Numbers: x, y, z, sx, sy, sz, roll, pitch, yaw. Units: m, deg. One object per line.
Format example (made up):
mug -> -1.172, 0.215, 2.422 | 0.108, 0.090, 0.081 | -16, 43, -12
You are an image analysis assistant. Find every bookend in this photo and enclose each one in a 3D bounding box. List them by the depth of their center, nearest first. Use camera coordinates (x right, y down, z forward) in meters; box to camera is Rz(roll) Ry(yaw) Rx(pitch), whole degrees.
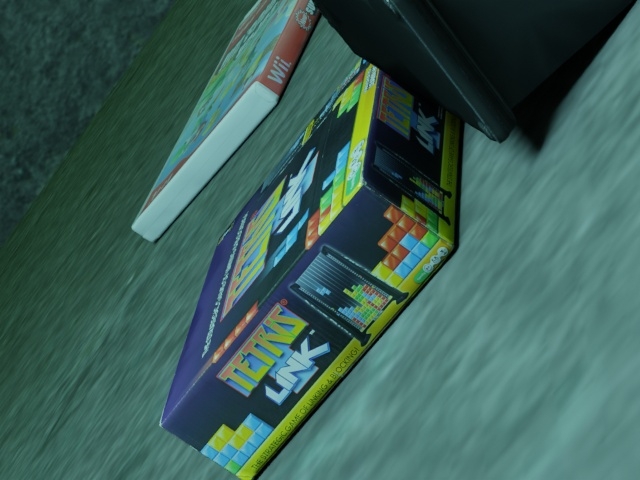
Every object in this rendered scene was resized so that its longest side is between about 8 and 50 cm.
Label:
bookend -> 0.076, -0.132, 0.687 | 0.156, 0.072, 0.157 | -41, 26, -1

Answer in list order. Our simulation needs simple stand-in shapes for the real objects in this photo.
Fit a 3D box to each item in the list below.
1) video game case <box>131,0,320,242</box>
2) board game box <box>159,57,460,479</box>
video game case -> -0.051, -0.147, 1.428 | 0.204, 0.025, 0.285 | -45, 16, 43
board game box -> 0.000, 0.000, 0.755 | 0.141, 0.048, 0.170 | -49, 13, 24
